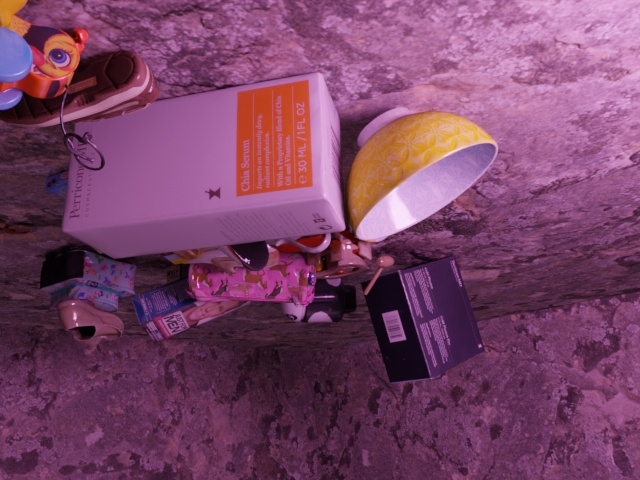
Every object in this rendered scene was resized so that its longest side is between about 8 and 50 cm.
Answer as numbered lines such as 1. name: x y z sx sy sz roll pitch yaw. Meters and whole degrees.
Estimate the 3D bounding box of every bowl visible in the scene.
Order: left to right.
1. bowl: 0.151 -0.142 1.021 0.289 0.156 0.289 -28 163 -9

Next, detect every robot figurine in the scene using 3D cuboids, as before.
1. robot figurine: -0.009 0.221 2.098 0.277 0.174 0.209 2 129 -13

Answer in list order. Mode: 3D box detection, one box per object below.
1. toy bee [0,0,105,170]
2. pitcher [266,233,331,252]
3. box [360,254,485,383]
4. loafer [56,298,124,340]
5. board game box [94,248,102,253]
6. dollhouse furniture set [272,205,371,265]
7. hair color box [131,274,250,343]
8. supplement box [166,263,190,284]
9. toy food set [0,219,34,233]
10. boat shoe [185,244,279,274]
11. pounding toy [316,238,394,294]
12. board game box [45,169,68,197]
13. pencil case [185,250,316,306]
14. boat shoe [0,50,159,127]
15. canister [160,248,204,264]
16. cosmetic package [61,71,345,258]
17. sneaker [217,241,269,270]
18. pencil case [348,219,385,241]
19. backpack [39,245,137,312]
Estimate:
1. toy bee: -0.401 -0.244 0.763 0.195 0.162 0.298 -6 138 36
2. pitcher: -0.066 -0.039 1.321 0.207 0.178 0.125 -11 143 23
3. box: 0.337 0.251 1.856 0.312 0.344 0.178 -10 171 -42
4. loafer: -0.683 0.255 1.685 0.101 0.092 0.268 -15 152 13
5. board game box: -0.491 -0.025 1.349 0.181 0.043 0.092 -11 135 32
6. dollhouse furniture set: 0.000 0.000 1.508 0.258 0.135 0.262 -12 159 26
7. hair color box: -0.413 0.197 1.853 0.347 0.105 0.174 -23 152 -12
8. supplement box: -0.466 0.125 1.901 0.056 0.083 0.083 -13 159 23
9. toy food set: -0.822 -0.035 1.490 0.122 0.019 0.078 2 163 -37
10. boat shoe: -0.261 0.043 1.600 0.302 0.104 0.113 -8 -164 16
11. pounding toy: 0.078 0.089 1.752 0.269 0.155 0.154 -17 161 37
12. board game box: -0.464 -0.120 1.246 0.211 0.039 0.160 -12 160 26
13. pencil case: -0.205 0.109 1.720 0.385 0.160 0.167 3 -157 0
14. boat shoe: -0.375 -0.217 0.890 0.257 0.095 0.095 -7 167 11
15. canister: -0.389 -0.014 1.441 0.126 0.074 0.170 -15 140 31
16. cosmetic package: -0.195 -0.119 0.988 0.452 0.230 0.161 -7 160 12
17. sneaker: -0.243 -0.027 1.322 0.270 0.090 0.145 45 148 -14
18. pencil case: 0.160 -0.086 1.306 0.124 0.114 0.273 -18 169 -26
19. backpack: -0.702 0.133 1.760 0.225 0.191 0.253 -16 162 33
